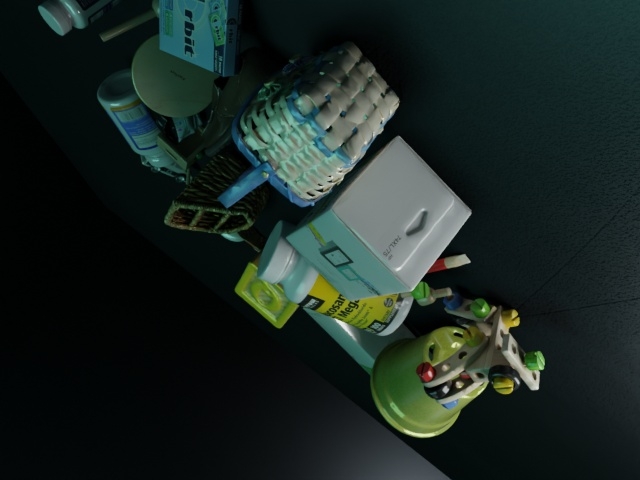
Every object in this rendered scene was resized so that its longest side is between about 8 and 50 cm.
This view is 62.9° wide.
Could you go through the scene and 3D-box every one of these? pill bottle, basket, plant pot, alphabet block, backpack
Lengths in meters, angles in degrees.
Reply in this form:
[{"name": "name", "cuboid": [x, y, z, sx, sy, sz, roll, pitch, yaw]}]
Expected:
[{"name": "pill bottle", "cuboid": [0.034, 0.080, 1.201, 0.333, 0.188, 0.188, 23, 164, -14]}, {"name": "basket", "cuboid": [-0.301, -0.091, 1.536, 0.213, 0.223, 0.299, 40, 158, -12]}, {"name": "plant pot", "cuboid": [0.299, 0.349, 1.363, 0.276, 0.276, 0.254, 38, 149, 8]}, {"name": "pill bottle", "cuboid": [-0.521, -0.525, 1.138, 0.094, 0.169, 0.094, 35, 159, 16]}, {"name": "pill bottle", "cuboid": [-0.508, -0.345, 1.514, 0.152, 0.152, 0.272, 30, 157, 29]}, {"name": "alphabet block", "cuboid": [-0.115, 0.113, 1.603, 0.193, 0.197, 0.192, 39, 140, 5]}, {"name": "basket", "cuboid": [-0.031, -0.178, 0.863, 0.201, 0.255, 0.289, 44, 141, -12]}, {"name": "backpack", "cuboid": [-0.382, -0.338, 1.352, 0.152, 0.115, 0.182, 47, 162, 26]}]

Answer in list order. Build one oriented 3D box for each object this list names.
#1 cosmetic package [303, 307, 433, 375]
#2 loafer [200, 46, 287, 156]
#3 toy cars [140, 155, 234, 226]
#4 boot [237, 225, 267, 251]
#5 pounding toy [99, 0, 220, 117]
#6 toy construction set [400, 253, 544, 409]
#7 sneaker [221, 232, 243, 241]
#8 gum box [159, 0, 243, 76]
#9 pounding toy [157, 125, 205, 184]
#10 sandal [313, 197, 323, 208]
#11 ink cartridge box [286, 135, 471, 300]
[{"name": "cosmetic package", "cuboid": [0.145, 0.278, 1.605, 0.365, 0.155, 0.197, 45, 162, -12]}, {"name": "loafer", "cuboid": [-0.163, -0.283, 1.090, 0.365, 0.133, 0.130, -23, 91, 57]}, {"name": "toy cars", "cuboid": [-0.415, -0.193, 1.725, 0.394, 0.087, 0.176, 45, -156, -10]}, {"name": "boot", "cuboid": [-0.251, -0.011, 1.875, 0.158, 0.059, 0.084, 44, 165, -9]}, {"name": "pounding toy", "cuboid": [-0.330, -0.391, 1.124, 0.237, 0.182, 0.110, 59, 180, -39]}, {"name": "toy construction set", "cuboid": [0.326, 0.175, 1.056, 0.237, 0.257, 0.309, -21, 94, 48]}, {"name": "sneaker", "cuboid": [-0.348, -0.084, 1.884, 0.212, 0.080, 0.094, 42, 148, 2]}, {"name": "gum box", "cuboid": [-0.216, -0.397, 0.933, 0.184, 0.041, 0.157, 30, 126, 28]}, {"name": "pounding toy", "cuboid": [-0.381, -0.260, 1.486, 0.141, 0.130, 0.100, 43, 160, -6]}, {"name": "sandal", "cuboid": [0.012, 0.010, 1.364, 0.169, 0.102, 0.416, 40, 158, -2]}, {"name": "ink cartridge box", "cuboid": [0.099, -0.027, 0.995, 0.197, 0.198, 0.270, 45, 159, -7]}]
